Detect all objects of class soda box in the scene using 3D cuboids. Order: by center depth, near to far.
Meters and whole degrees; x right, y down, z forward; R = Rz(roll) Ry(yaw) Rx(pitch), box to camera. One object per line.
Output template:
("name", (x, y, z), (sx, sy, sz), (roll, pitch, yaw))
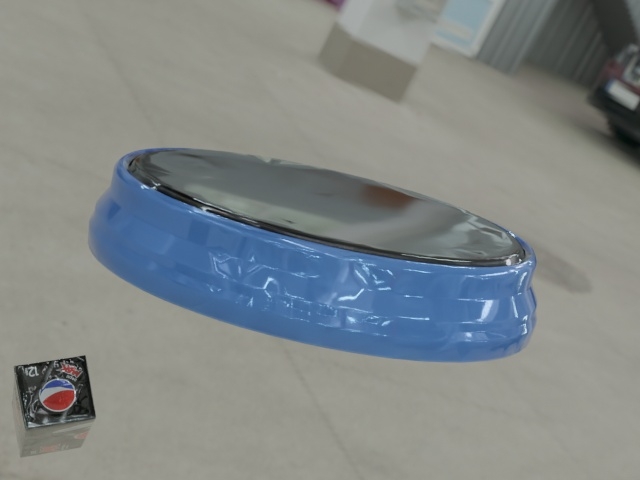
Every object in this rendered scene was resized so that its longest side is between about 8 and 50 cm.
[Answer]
("soda box", (-0.225, 0.141, 1.124), (0.060, 0.053, 0.169), (-8, -14, -16))

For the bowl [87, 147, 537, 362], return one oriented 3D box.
("bowl", (0.000, 0.000, 1.150), (0.391, 0.077, 0.391), (13, 12, -3))
